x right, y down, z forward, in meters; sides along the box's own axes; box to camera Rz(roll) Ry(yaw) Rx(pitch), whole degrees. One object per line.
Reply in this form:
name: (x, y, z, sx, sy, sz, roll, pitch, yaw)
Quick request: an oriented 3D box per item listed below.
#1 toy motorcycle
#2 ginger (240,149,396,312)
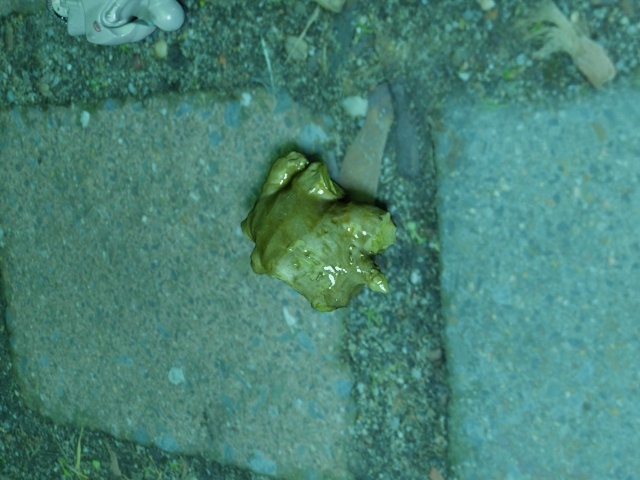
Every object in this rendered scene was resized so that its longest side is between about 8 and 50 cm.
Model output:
toy motorcycle: (-0.234, -0.335, 1.020, 0.260, 0.110, 0.171, -39, 96, 26)
ginger: (0.000, 0.000, 0.945, 0.216, 0.102, 0.157, 37, 92, 26)
